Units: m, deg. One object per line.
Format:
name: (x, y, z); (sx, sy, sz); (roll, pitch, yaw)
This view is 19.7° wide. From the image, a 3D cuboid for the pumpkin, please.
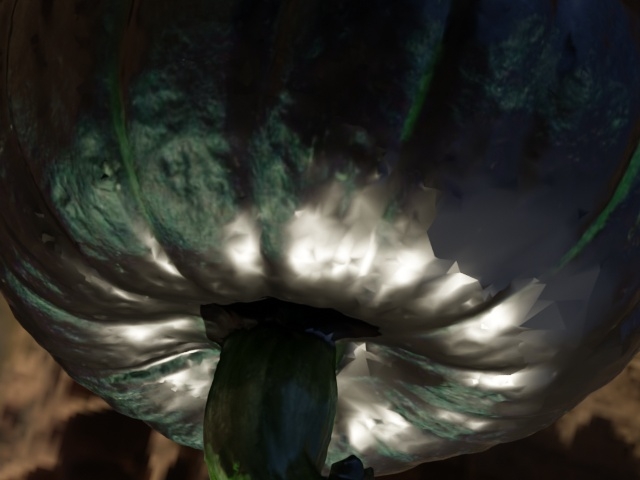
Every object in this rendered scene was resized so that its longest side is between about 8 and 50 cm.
pumpkin: (0.000, 0.000, 0.602); (0.248, 0.248, 0.248); (15, 90, -87)
